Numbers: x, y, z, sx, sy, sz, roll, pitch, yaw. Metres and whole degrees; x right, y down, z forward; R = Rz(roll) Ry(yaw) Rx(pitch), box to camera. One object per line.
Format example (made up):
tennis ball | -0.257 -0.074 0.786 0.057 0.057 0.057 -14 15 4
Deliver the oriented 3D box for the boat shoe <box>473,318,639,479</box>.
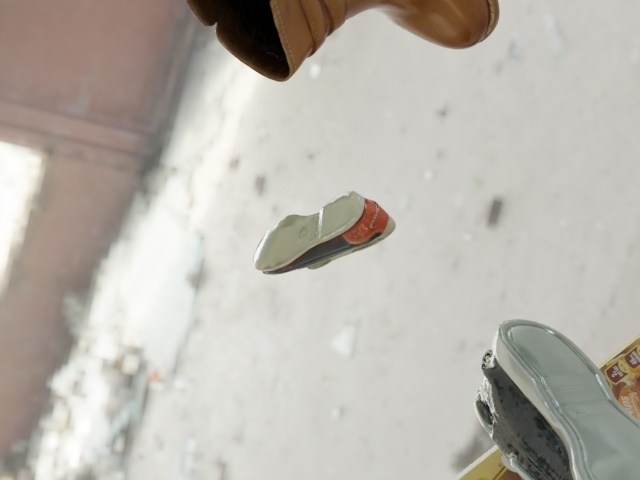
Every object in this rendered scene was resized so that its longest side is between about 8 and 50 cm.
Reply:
boat shoe | 0.221 0.188 1.580 0.302 0.114 0.091 -118 40 -50

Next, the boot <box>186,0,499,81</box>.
boot | 0.014 -0.198 1.495 0.109 0.283 0.220 -29 28 36

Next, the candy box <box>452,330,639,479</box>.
candy box | 0.309 0.244 2.073 0.316 0.183 0.087 -41 -6 18

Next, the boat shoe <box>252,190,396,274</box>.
boat shoe | 0.000 0.000 1.522 0.137 0.043 0.049 -26 48 42
